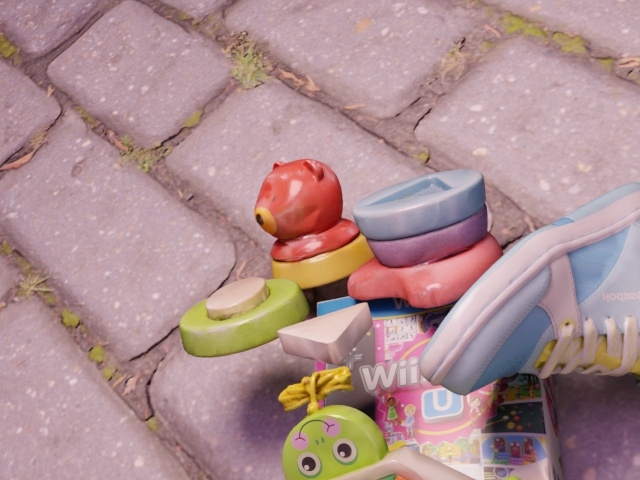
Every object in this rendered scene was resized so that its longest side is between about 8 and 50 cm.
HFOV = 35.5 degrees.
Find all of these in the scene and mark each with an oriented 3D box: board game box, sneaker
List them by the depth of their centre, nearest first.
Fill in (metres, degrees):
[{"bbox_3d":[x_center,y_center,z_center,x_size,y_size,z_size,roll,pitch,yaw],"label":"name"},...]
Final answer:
[{"bbox_3d":[0.247,0.084,0.838,0.319,0.127,0.208,-29,66,-33],"label":"sneaker"},{"bbox_3d":[0.107,0.186,0.928,0.224,0.097,0.303,-13,49,18],"label":"board game box"}]

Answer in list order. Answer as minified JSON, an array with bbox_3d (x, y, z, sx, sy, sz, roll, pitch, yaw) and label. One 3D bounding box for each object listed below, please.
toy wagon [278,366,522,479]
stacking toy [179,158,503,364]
[{"bbox_3d":[0.048,0.270,0.780,0.267,0.068,0.344,-24,88,19],"label":"toy wagon"},{"bbox_3d":[0.000,0.000,0.985,0.309,0.130,0.279,-3,20,46],"label":"stacking toy"}]
